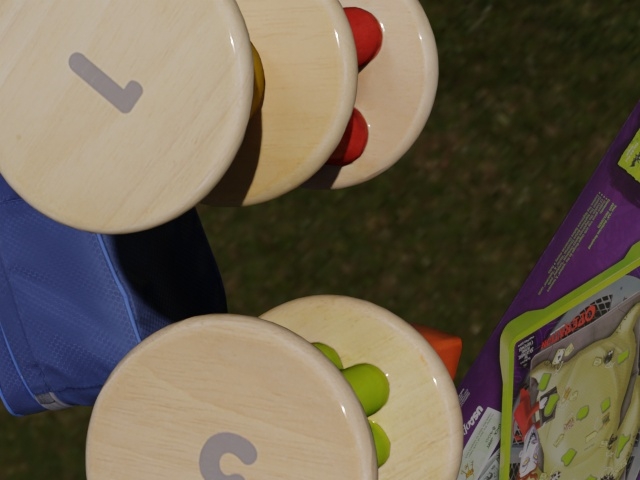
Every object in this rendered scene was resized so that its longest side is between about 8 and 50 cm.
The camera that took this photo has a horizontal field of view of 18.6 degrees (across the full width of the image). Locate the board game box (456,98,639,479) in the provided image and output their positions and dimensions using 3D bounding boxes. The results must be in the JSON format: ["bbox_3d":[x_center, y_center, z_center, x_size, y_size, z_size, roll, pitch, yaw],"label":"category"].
[{"bbox_3d":[0.170,0.055,0.995,0.056,0.208,0.347,26,104,-24],"label":"board game box"}]

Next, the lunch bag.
[{"bbox_3d":[-0.079,0.002,0.601,0.065,0.067,0.098,-11,106,22],"label":"lunch bag"}]

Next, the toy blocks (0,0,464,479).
[{"bbox_3d":[0.000,0.000,0.391,0.054,0.148,0.123,-17,89,22],"label":"toy blocks"}]
